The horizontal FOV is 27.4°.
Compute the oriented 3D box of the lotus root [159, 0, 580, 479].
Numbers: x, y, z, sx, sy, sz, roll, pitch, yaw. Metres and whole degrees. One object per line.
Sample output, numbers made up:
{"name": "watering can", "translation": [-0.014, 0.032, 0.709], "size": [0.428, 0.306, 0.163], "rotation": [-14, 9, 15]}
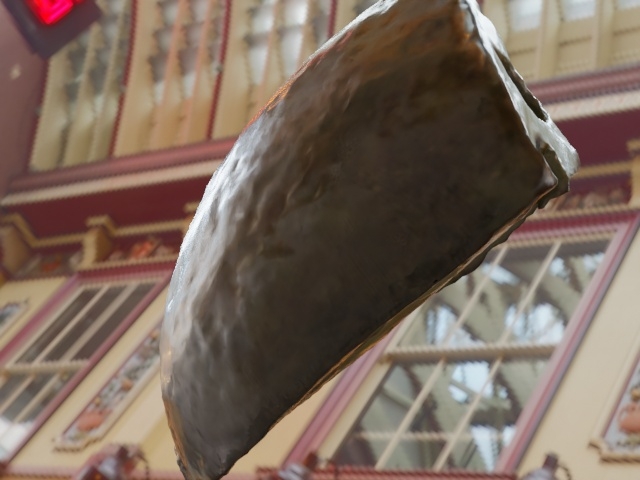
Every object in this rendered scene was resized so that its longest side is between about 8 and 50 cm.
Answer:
{"name": "lotus root", "translation": [-0.003, -0.005, 0.684], "size": [0.142, 0.210, 0.314], "rotation": [49, -57, 5]}
